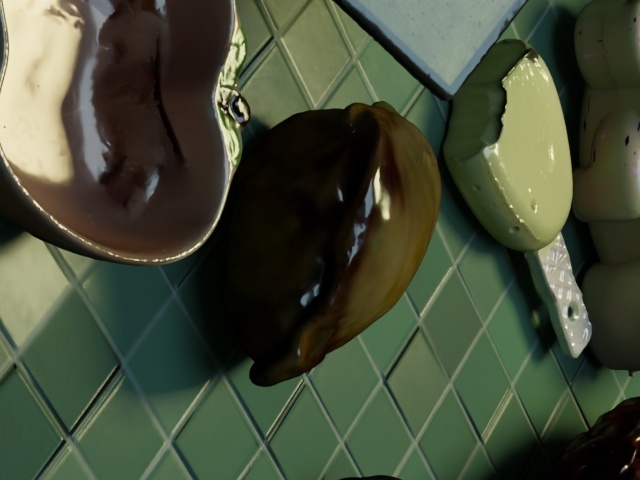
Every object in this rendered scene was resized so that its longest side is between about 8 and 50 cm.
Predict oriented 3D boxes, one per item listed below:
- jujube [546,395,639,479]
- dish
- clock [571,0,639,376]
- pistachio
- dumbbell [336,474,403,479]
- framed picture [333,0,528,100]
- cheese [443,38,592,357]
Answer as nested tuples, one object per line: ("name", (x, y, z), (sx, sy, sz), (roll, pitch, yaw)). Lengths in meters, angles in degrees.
("jujube", (0.260, 0.250, 1.483), (0.376, 0.258, 0.258), (-22, 107, -45))
("dish", (-0.134, -0.088, 1.078), (0.213, 0.090, 0.213), (4, 85, -50))
("clock", (0.309, -0.064, 1.655), (0.284, 0.114, 0.310), (-21, 103, -50))
("pistachio", (0.000, 0.000, 1.233), (0.165, 0.130, 0.210), (106, 5, -62))
("dumbbell", (0.014, 0.215, 1.254), (0.208, 0.099, 0.099), (-37, 117, -47))
("framed picture", (0.042, -0.286, 1.215), (0.338, 0.014, 0.255), (41, 83, -26))
("cheese", (0.162, -0.019, 1.500), (0.127, 0.050, 0.255), (-47, 125, -43))
